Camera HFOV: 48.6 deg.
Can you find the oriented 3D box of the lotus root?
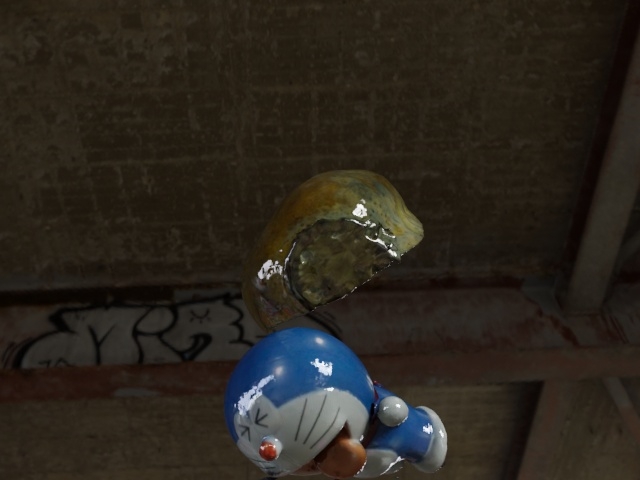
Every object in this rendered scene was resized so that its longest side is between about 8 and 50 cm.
[{"bbox_3d":[-0.011,0.008,0.935,0.267,0.260,0.149,-36,-90,7],"label":"lotus root"}]

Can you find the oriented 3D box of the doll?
[{"bbox_3d":[0.013,0.203,0.789,0.257,0.161,0.215,28,-43,-26],"label":"doll"}]
